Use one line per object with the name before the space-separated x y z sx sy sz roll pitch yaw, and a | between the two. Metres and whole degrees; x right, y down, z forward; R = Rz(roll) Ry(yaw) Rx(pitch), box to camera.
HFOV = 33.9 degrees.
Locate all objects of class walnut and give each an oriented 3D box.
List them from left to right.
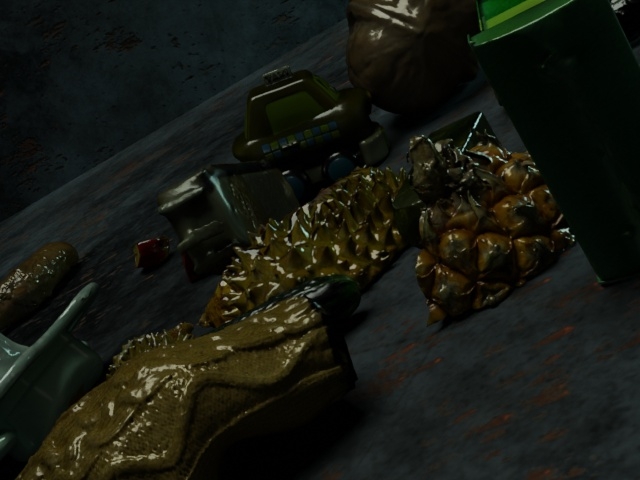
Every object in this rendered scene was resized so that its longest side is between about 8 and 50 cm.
walnut | 0.156 -0.336 1.757 0.273 0.227 0.273 -32 13 8

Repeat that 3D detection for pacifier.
pacifier | -0.439 0.160 1.376 0.288 0.269 0.343 -51 1 31

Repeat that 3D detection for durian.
durian | -0.198 0.142 1.290 0.140 0.078 0.224 -27 19 17
durian | 0.001 0.000 1.279 0.341 0.112 0.191 -36 16 -18

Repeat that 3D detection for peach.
peach | -0.309 0.023 1.873 0.083 0.050 0.077 -12 1 28

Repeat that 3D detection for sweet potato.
sweet potato | -0.586 0.092 2.120 0.114 0.092 0.341 -51 1 40

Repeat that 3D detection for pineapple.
pineapple | 0.177 -0.054 1.050 0.140 0.164 0.250 -9 24 36

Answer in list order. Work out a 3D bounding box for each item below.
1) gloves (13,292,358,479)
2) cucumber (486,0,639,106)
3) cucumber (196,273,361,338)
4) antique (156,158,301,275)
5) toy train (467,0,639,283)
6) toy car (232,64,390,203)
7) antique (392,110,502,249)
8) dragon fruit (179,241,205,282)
gloves | -0.133 0.174 0.951 0.356 0.155 0.203 -40 14 -15
cucumber | 0.378 -0.285 1.487 0.304 0.081 0.072 -25 61 8
cucumber | -0.062 0.107 1.154 0.241 0.074 0.074 -30 17 6
antique | -0.127 -0.029 1.430 0.150 0.125 0.284 -31 -4 11
toy train | 0.232 -0.123 0.911 0.120 0.301 0.202 -25 27 20
toy car | -0.030 -0.185 1.690 0.248 0.198 0.204 -19 17 5
antique | 0.154 -0.064 1.251 0.081 0.080 0.221 -23 20 33
dragon fruit | -0.155 -0.031 1.678 0.122 0.092 0.192 -19 21 36
